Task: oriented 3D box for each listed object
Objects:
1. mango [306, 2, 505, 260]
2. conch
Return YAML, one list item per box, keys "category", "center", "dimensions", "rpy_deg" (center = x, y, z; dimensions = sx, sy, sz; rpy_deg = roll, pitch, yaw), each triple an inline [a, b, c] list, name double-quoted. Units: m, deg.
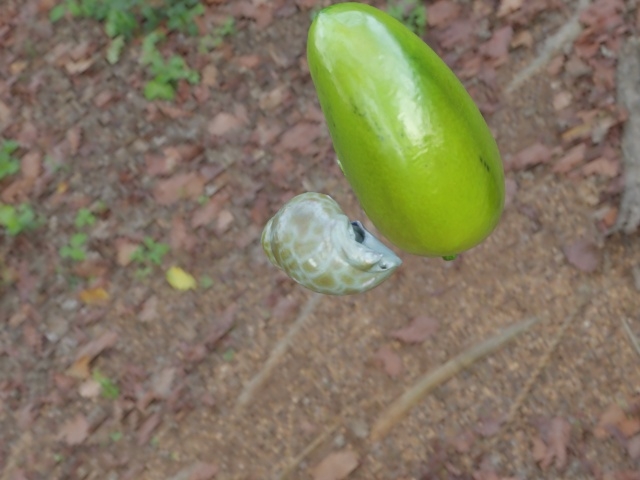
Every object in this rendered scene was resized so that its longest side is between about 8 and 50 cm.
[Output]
- category: "mango"
  center: [0.030, -0.041, 0.503]
  dimensions: [0.056, 0.108, 0.073]
  rpy_deg: [-35, 11, -6]
- category: "conch"
  center: [0.003, 0.008, 1.470]
  dimensions: [0.173, 0.106, 0.116]
  rpy_deg: [28, 22, 15]
